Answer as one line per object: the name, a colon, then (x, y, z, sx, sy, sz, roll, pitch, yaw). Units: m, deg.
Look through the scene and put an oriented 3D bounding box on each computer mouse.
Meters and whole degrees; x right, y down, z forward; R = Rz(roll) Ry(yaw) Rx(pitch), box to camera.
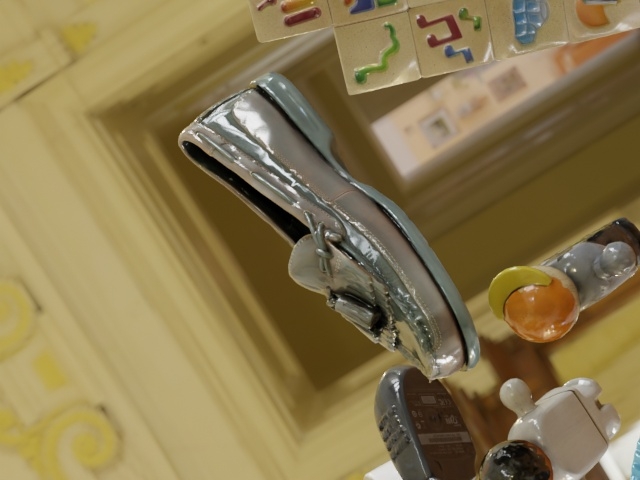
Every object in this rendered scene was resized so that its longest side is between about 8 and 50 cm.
computer mouse: (0.092, 0.201, 1.150, 0.071, 0.041, 0.242, 9, -125, -47)

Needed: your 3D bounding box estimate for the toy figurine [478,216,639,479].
toy figurine: (0.206, 0.107, 1.014, 0.210, 0.213, 0.148, 23, -148, 27)

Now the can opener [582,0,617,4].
can opener: (0.247, -0.194, 0.994, 0.280, 0.074, 0.093, -3, -119, -30)

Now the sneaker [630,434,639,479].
sneaker: (0.201, 0.087, 0.781, 0.092, 0.087, 0.228, 60, -148, -48)

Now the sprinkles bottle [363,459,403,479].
sprinkles bottle: (-0.038, 0.333, 1.473, 0.121, 0.355, 0.121, 55, 164, 24)

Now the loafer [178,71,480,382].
loafer: (0.000, 0.000, 1.025, 0.267, 0.084, 0.096, 52, 160, 36)

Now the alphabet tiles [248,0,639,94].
alphabet tiles: (0.103, -0.258, 1.140, 0.011, 0.343, 0.285, -99, -4, -62)
